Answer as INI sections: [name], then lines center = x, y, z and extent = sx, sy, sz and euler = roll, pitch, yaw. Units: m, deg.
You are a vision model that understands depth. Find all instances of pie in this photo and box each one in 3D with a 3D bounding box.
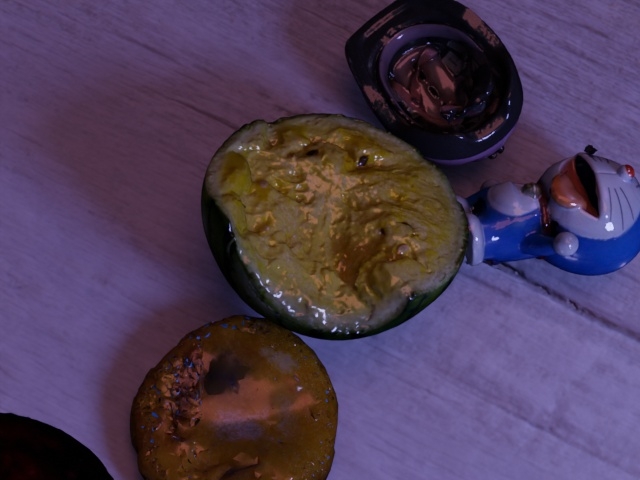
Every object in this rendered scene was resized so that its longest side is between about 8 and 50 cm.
[pie]
center = -0.099, 0.212, 1.710
extent = 0.274, 0.069, 0.273
euler = 5, 56, -7

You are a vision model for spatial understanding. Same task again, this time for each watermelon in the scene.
[watermelon]
center = 0.000, 0.000, 1.793
extent = 0.331, 0.189, 0.330
euler = 16, 39, -14

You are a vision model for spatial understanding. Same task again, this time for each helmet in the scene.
[helmet]
center = 0.165, -0.202, 1.968
extent = 0.198, 0.154, 0.253
euler = -38, 50, -7

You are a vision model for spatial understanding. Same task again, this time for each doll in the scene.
[doll]
center = 0.295, -0.036, 1.881
extent = 0.257, 0.161, 0.215
euler = -6, 34, -9

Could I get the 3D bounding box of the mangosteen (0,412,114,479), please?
[mangosteen]
center = -0.332, 0.377, 1.421
extent = 0.381, 0.421, 0.381
euler = -23, 36, 18
